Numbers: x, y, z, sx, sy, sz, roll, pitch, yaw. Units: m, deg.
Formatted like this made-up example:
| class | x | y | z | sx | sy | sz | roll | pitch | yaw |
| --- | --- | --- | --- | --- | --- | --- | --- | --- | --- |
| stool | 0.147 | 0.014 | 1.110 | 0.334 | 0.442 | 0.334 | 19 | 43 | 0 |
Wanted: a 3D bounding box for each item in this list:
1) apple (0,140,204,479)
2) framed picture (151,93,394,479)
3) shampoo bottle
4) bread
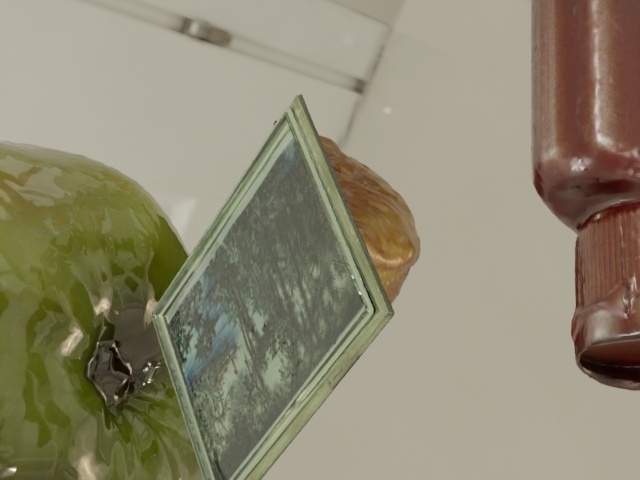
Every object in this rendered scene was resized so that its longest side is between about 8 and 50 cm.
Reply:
| class | x | y | z | sx | sy | sz | roll | pitch | yaw |
| --- | --- | --- | --- | --- | --- | --- | --- | --- | --- |
| apple | -0.302 | 0.129 | 1.295 | 0.474 | 0.473 | 0.473 | -3 | 85 | 27 |
| framed picture | -0.034 | 0.038 | 0.868 | 0.183 | 0.011 | 0.142 | -53 | 45 | 38 |
| shampoo bottle | 0.124 | -0.074 | 0.638 | 0.064 | 0.102 | 0.260 | -32 | 48 | 52 |
| bread | 0.009 | 0.004 | 1.347 | 0.134 | 0.260 | 0.129 | 15 | 112 | -5 |
